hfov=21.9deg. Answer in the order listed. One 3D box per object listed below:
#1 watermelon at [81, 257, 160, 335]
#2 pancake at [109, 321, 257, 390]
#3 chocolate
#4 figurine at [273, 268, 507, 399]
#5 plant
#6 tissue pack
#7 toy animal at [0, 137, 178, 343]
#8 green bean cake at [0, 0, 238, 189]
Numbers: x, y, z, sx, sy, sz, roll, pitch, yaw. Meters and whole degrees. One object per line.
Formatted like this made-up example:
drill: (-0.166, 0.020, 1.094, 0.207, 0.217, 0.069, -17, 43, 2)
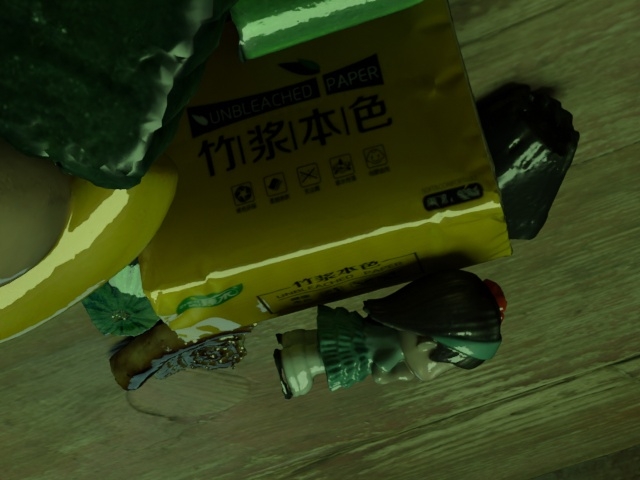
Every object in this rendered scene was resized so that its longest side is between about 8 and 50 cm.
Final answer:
watermelon: (-0.234, 0.006, 1.987, 0.128, 0.231, 0.146, 13, 178, 44)
pancake: (-0.206, 0.163, 2.465, 0.212, 0.056, 0.257, -7, 154, -12)
chocolate: (0.046, -0.265, 1.640, 0.291, 0.110, 0.110, -15, 155, 0)
figurine: (0.075, 0.096, 1.744, 0.245, 0.138, 0.110, -13, 115, 10)
plant: (0.210, -0.078, 2.066, 0.164, 0.142, 0.256, 7, 137, -36)
tissue pack: (-0.015, -0.088, 1.755, 0.382, 0.293, 0.228, -15, 161, 7)
toy animal: (-0.338, -0.049, 1.585, 0.345, 0.247, 0.277, -7, 146, -43)
green bean cake: (-0.219, -0.238, 1.412, 0.300, 0.169, 0.308, 27, 108, -2)
